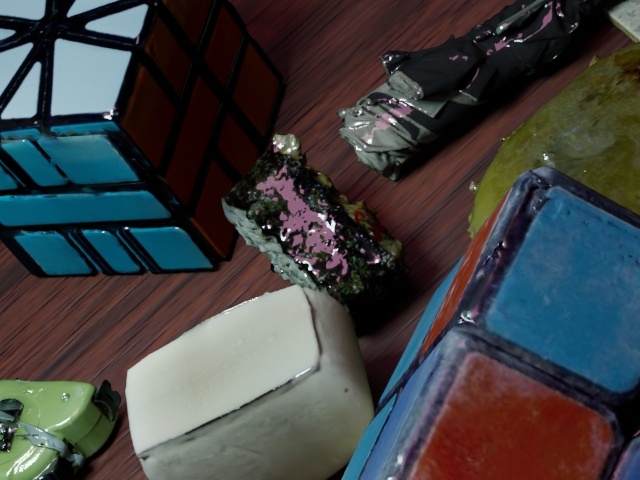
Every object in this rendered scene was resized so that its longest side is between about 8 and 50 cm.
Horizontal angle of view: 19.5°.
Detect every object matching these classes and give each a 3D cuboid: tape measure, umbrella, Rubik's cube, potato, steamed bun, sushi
[{"bbox_3d":[-0.323,0.217,2.011,0.177,0.087,0.154,0,56,32],"label":"tape measure"},{"bbox_3d":[0.175,-0.207,2.046,0.358,0.106,0.113,-35,43,3],"label":"umbrella"},{"bbox_3d":[0.206,0.182,1.515,0.313,0.316,0.318,28,66,0],"label":"Rubik's cube"},{"bbox_3d":[0.296,-0.052,1.795,0.270,0.219,0.359,16,57,27],"label":"potato"},{"bbox_3d":[-0.248,-0.149,2.125,0.288,0.283,0.293,-3,53,26],"label":"Rubik's cube"},{"bbox_3d":[-0.061,0.165,1.851,0.242,0.164,0.146,-28,44,15],"label":"steamed bun"},{"bbox_3d":[0.000,0.000,1.979,0.115,0.147,0.212,-42,63,-14],"label":"sushi"}]

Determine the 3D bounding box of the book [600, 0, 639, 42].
[{"bbox_3d":[0.394,-0.324,2.083,0.217,0.021,0.310,-38,46,-2],"label":"book"}]
